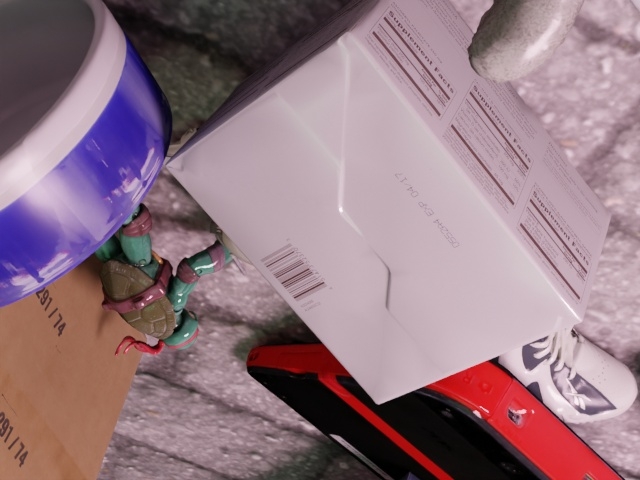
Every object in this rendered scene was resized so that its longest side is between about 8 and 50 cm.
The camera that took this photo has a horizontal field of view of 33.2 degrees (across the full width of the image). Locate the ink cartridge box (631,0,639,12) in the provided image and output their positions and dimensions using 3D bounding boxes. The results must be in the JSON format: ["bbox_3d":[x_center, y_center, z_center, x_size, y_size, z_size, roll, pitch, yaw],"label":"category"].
[{"bbox_3d":[0.272,-0.282,0.596,0.330,0.071,0.324,-26,124,38],"label":"ink cartridge box"}]

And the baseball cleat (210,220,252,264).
[{"bbox_3d":[0.000,0.000,0.991,0.206,0.072,0.109,15,-179,-25],"label":"baseball cleat"}]

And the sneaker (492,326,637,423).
[{"bbox_3d":[0.207,0.081,0.987,0.235,0.094,0.153,28,146,0],"label":"sneaker"}]

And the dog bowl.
[{"bbox_3d":[-0.251,-0.074,0.827,0.265,0.265,0.104,-10,135,26],"label":"dog bowl"}]

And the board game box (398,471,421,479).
[{"bbox_3d":[0.084,0.381,1.231,0.165,0.042,0.243,39,126,-8],"label":"board game box"}]

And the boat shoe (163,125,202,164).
[{"bbox_3d":[-0.105,-0.086,0.950,0.100,0.035,0.035,3,110,19],"label":"boat shoe"}]

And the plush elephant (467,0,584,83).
[{"bbox_3d":[0.155,-0.183,0.501,0.255,0.272,0.330,-10,103,7],"label":"plush elephant"}]

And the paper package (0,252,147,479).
[{"bbox_3d":[-0.333,0.108,1.016,0.168,0.309,0.324,-1,137,18],"label":"paper package"}]

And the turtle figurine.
[{"bbox_3d":[-0.160,0.025,1.028,0.175,0.118,0.234,-11,126,27],"label":"turtle figurine"}]

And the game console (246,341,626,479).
[{"bbox_3d":[0.143,0.223,1.130,0.386,0.060,0.342,43,154,-27],"label":"game console"}]

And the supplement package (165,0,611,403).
[{"bbox_3d":[0.057,-0.038,0.825,0.204,0.145,0.262,-29,108,38],"label":"supplement package"}]
